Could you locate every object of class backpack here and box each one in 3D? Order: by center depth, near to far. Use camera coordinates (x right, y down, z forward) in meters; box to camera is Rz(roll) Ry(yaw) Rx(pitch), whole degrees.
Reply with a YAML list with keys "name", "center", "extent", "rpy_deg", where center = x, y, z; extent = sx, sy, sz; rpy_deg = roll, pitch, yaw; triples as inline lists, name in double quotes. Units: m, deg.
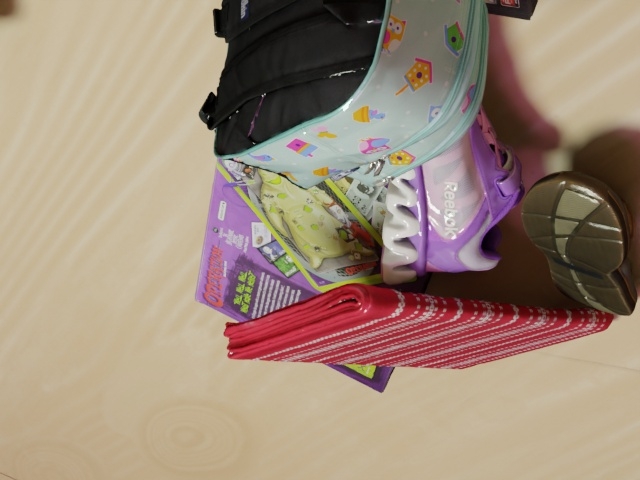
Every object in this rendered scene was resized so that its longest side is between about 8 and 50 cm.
- name: "backpack"
  center: [0.027, -0.124, 1.146]
  extent: [0.144, 0.166, 0.188]
  rpy_deg: [17, 158, -25]

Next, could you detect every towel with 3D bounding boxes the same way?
- name: "towel"
  center: [0.080, 0.073, 1.511]
  extent: [0.275, 0.031, 0.199]
  rpy_deg: [6, 164, -37]

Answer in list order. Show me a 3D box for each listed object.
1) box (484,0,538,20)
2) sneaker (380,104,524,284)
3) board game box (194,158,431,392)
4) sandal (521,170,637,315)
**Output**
- name: "box"
  center: [0.046, -0.244, 1.154]
  extent: [0.183, 0.056, 0.231]
  rpy_deg: [11, 150, 18]
- name: "sneaker"
  center: [0.104, -0.065, 1.362]
  extent: [0.104, 0.095, 0.236]
  rpy_deg: [7, 129, 5]
- name: "board game box"
  center: [0.000, 0.000, 1.604]
  extent: [0.208, 0.056, 0.347]
  rpy_deg: [23, 149, 4]
- name: "sandal"
  center: [0.214, -0.006, 1.405]
  extent: [0.090, 0.060, 0.219]
  rpy_deg: [21, 163, 27]
